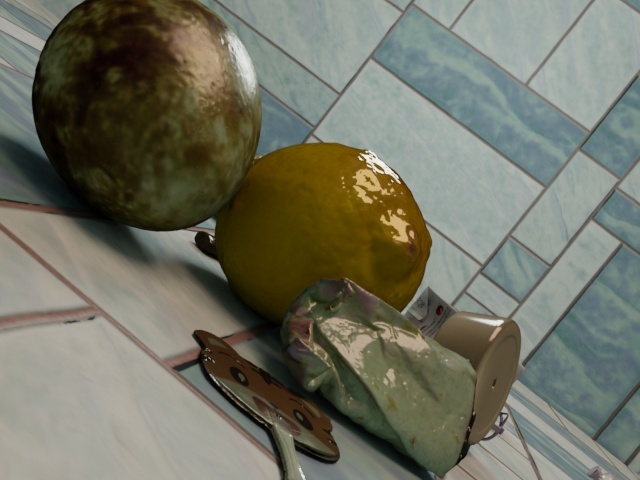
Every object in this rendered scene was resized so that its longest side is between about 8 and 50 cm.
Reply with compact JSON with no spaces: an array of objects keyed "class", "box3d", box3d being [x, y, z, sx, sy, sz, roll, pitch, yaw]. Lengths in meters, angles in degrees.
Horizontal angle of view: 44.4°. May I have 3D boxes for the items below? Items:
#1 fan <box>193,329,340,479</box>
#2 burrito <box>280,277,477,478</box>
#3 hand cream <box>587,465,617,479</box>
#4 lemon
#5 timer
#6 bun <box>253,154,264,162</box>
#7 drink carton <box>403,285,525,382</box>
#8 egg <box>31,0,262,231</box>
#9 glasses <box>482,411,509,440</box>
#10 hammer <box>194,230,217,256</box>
[{"class":"fan","box3d":[-0.035,0.139,0.608,0.153,0.008,0.226,37,3,-15]},{"class":"burrito","box3d":[0.057,0.133,0.789,0.229,0.089,0.143,36,48,-22]},{"class":"hand cream","box3d":[0.593,0.519,1.580,0.142,0.053,0.084,53,6,4]},{"class":"lemon","box3d":[0.000,0.000,0.909,0.288,0.233,0.233,12,-17,47]},{"class":"timer","box3d":[0.121,0.151,1.090,0.266,0.175,0.175,19,-6,30]},{"class":"bun","box3d":[-0.127,-0.076,1.415,0.173,0.166,0.113,44,-40,-7]},{"class":"drink carton","box3d":[0.270,0.199,1.525,0.134,0.101,0.222,35,7,-34]},{"class":"egg","box3d":[-0.178,-0.131,0.828,0.238,0.238,0.289,34,30,-46]},{"class":"glasses","box3d":[0.207,0.239,1.190,0.104,0.062,0.140,34,4,-25]},{"class":"hammer","box3d":[-0.054,0.059,1.158,0.111,0.043,0.365,43,9,39]}]
